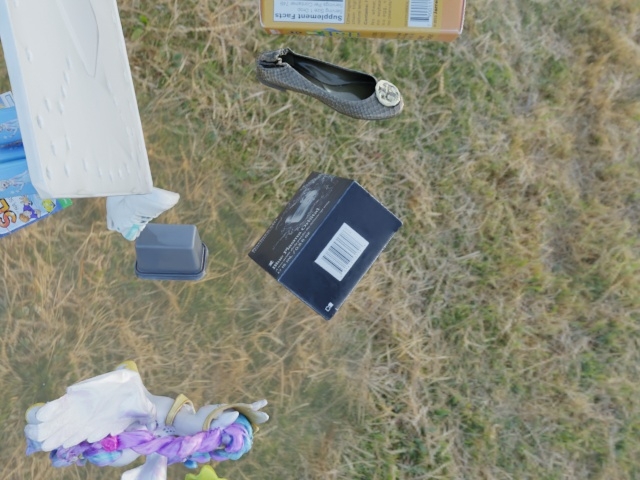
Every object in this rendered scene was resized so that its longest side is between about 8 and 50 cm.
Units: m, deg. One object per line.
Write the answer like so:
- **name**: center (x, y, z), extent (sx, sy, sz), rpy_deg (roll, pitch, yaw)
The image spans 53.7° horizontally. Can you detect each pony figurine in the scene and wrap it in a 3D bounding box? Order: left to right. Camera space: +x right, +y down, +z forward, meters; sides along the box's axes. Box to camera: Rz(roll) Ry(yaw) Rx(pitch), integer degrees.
- **pony figurine**: center (-0.307, 0.314, 1.008), extent (0.351, 0.363, 0.302), rpy_deg (-22, 107, -50)

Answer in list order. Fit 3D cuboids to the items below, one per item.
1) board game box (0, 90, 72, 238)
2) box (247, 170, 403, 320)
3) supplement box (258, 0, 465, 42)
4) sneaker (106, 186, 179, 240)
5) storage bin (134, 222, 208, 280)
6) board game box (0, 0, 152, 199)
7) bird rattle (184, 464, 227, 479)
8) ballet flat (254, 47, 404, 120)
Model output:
- **board game box**: center (-0.510, -0.118, 1.009), extent (0.136, 0.035, 0.201), rpy_deg (-32, 108, -23)
- **box**: center (0.000, 0.000, 0.835), extent (0.093, 0.158, 0.156), rpy_deg (39, 85, -22)
- **supplement box**: center (0.047, -0.279, 0.742), extent (0.233, 0.078, 0.080), rpy_deg (5, 100, 2)
- **sneaker**: center (-0.300, -0.045, 1.044), extent (0.080, 0.212, 0.094), rpy_deg (18, 82, -34)
- **storage bin**: center (-0.282, 0.010, 1.184), extent (0.135, 0.091, 0.098), rpy_deg (3, 55, -4)
- **board game box**: center (-0.274, -0.235, 0.655), extent (0.050, 0.390, 0.390), rpy_deg (-11, 95, -2)
- **bird rattle**: center (-0.270, 0.640, 1.383), extent (0.207, 0.253, 0.143), rpy_deg (-10, 119, -14)
- **ballet flat**: center (0.018, -0.255, 1.004), extent (0.250, 0.058, 0.084), rpy_deg (17, 55, -4)
